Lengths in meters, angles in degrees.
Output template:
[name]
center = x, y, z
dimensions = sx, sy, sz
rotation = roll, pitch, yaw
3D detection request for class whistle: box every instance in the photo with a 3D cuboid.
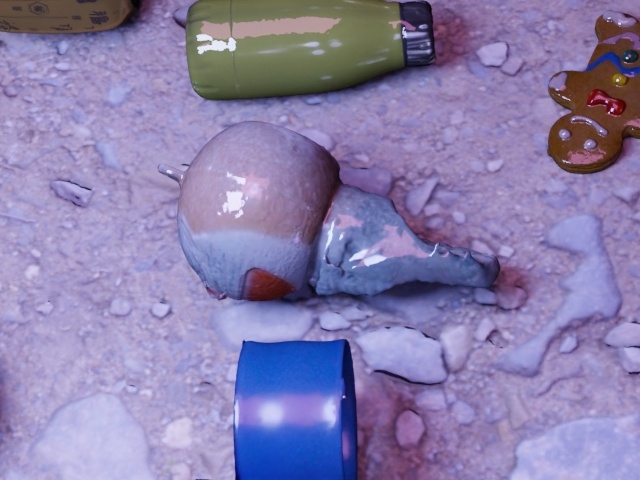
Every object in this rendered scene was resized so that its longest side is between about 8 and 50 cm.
[whistle]
center = 0.000, 0.000, 1.501
dimensions = 0.348, 0.189, 0.189
rotation = 19, 63, 2

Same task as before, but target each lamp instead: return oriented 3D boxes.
[lamp]
center = -0.293, -0.308, 1.720
dimensions = 0.185, 0.161, 0.161
rotation = 2, 59, 6

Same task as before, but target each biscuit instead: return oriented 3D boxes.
[biscuit]
center = 0.308, -0.152, 1.623
dimensions = 0.138, 0.031, 0.205
rotation = 28, 68, 21

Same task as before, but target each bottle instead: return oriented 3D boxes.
[bottle]
center = -0.009, -0.212, 1.649
dimensions = 0.260, 0.112, 0.112
rotation = -4, 59, 4

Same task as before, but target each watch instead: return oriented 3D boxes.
[watch]
center = -0.029, 0.182, 1.372
dimensions = 0.171, 0.196, 0.200
rotation = 4, 67, -2
